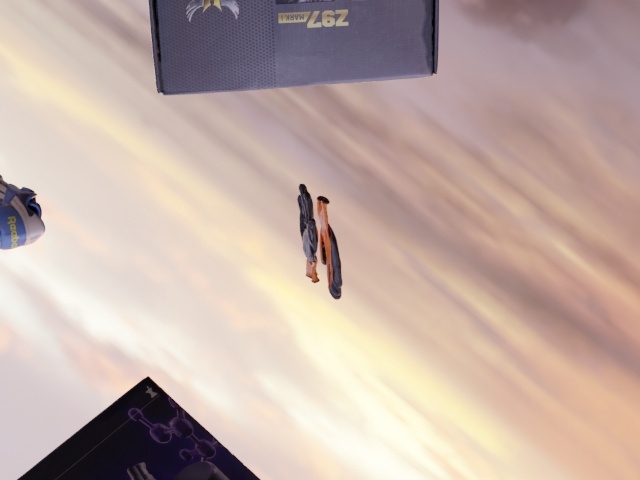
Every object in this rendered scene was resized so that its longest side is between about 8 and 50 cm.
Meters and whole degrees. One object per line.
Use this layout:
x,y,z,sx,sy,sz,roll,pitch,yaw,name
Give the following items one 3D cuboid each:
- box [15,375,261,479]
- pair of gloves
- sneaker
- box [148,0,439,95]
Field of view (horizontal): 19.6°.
-0.156,0.246,1.347,0.184,0.103,0.261,39,-137,11,box
0.000,0.000,1.309,0.083,0.010,0.074,-141,43,-69,pair of gloves
-0.302,-0.028,1.791,0.144,0.059,0.053,-122,25,-61,sneaker
-0.023,-0.216,1.475,0.059,0.232,0.183,-101,9,-61,box
